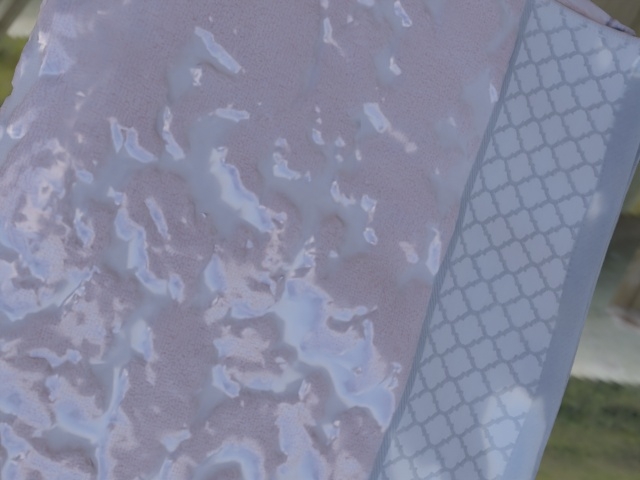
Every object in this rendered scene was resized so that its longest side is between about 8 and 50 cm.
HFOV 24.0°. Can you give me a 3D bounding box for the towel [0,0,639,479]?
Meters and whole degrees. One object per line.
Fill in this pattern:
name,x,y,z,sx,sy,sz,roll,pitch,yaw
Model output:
towel,0.000,0.000,0.674,0.317,0.332,0.053,23,173,-31
